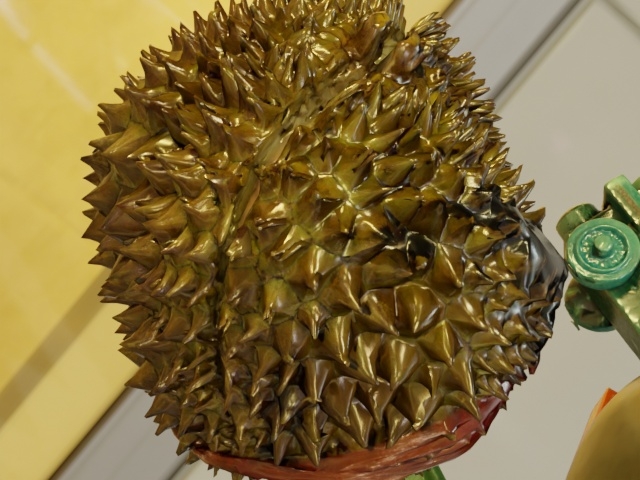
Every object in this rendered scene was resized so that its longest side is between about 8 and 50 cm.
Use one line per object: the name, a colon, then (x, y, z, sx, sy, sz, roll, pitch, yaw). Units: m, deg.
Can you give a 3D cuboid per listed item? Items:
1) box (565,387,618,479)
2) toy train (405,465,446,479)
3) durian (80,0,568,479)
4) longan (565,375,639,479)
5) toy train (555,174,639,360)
box: (0.327, 0.289, 1.484, 0.265, 0.048, 0.273, 26, 46, 4)
toy train: (0.134, 0.315, 2.091, 0.038, 0.056, 0.093, 0, 43, -28)
durian: (0.001, 0.004, 1.126, 0.347, 0.384, 0.347, 8, 43, -7)
longan: (0.333, 0.247, 1.254, 0.350, 0.288, 0.288, 59, 13, 25)
toy train: (0.348, 0.060, 1.535, 0.298, 0.194, 0.120, 56, -9, 28)
